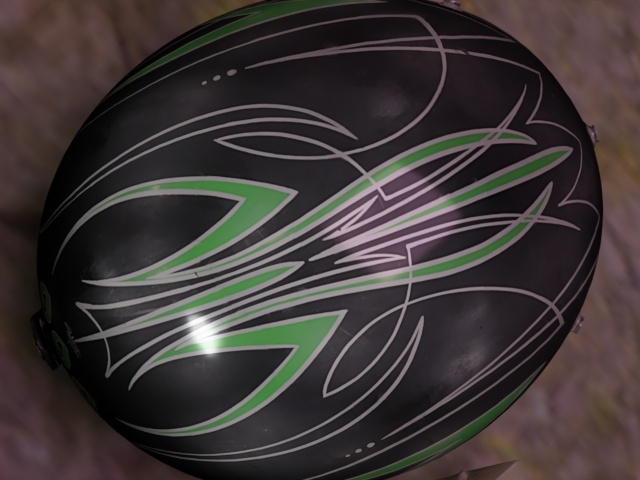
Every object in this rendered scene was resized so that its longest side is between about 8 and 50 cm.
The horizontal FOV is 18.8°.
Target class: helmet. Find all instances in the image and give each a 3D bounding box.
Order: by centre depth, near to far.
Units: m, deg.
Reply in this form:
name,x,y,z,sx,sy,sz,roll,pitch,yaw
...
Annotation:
name,x,y,z,sx,sy,sz,roll,pitch,yaw
helmet,0.000,0.000,0.602,0.169,0.161,0.169,5,81,-29

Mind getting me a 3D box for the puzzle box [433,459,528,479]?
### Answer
name,x,y,z,sx,sy,sz,roll,pitch,yaw
puzzle box,0.001,0.263,0.537,0.409,0.052,0.272,-30,98,-53
